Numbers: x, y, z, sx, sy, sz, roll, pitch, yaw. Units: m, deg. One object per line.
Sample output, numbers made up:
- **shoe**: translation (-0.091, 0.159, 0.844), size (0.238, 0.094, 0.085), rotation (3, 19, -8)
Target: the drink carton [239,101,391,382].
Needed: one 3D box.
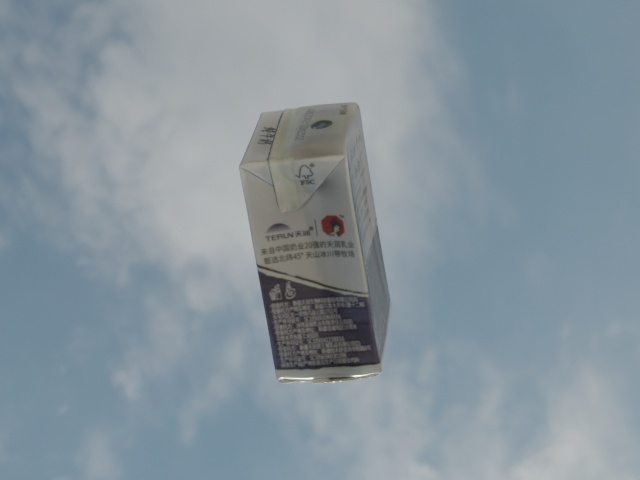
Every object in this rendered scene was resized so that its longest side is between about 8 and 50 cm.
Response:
- **drink carton**: translation (0.000, 0.000, 1.416), size (0.134, 0.102, 0.222), rotation (-71, -25, -63)
